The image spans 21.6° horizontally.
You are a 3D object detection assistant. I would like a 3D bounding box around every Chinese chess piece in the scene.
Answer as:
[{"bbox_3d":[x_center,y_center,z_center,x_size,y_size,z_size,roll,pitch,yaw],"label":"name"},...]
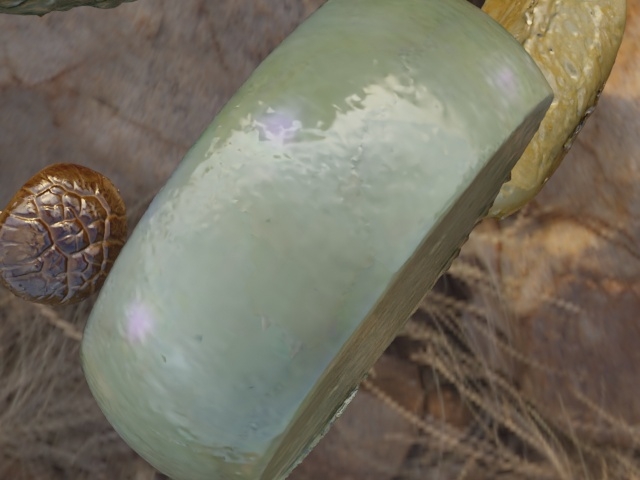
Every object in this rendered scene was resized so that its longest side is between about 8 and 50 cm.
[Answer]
[{"bbox_3d":[0.000,0.000,0.691,0.092,0.238,0.238,36,108,9],"label":"Chinese chess piece"}]

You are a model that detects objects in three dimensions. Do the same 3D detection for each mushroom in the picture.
[{"bbox_3d":[-0.216,-0.005,1.387,0.109,0.085,0.126,30,71,-6],"label":"mushroom"}]

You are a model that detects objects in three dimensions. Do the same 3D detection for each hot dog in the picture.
[{"bbox_3d":[0.102,-0.079,0.899,0.073,0.242,0.084,48,144,-19],"label":"hot dog"}]

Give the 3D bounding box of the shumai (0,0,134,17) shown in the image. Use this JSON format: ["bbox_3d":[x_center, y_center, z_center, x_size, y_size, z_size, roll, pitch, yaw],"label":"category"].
[{"bbox_3d":[-0.132,-0.304,0.802,0.324,0.397,0.323,-33,68,42],"label":"shumai"}]
